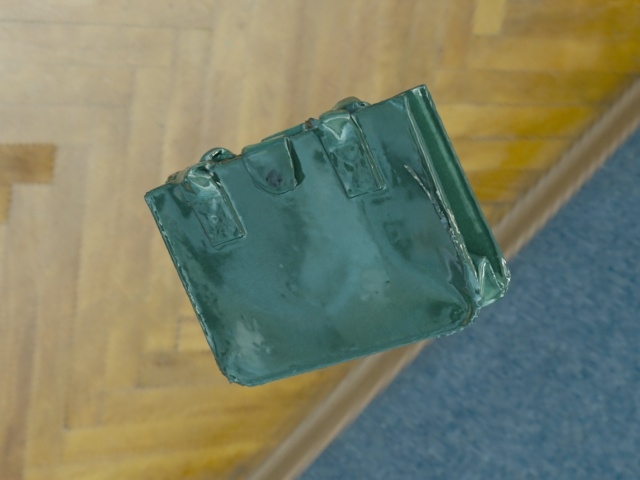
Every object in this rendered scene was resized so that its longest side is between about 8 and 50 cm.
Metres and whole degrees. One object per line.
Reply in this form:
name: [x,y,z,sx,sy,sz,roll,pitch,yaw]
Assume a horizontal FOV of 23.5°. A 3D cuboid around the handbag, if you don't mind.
handbag: [0.000,0.001,1.464,0.089,0.326,0.238,-40,108,-52]
